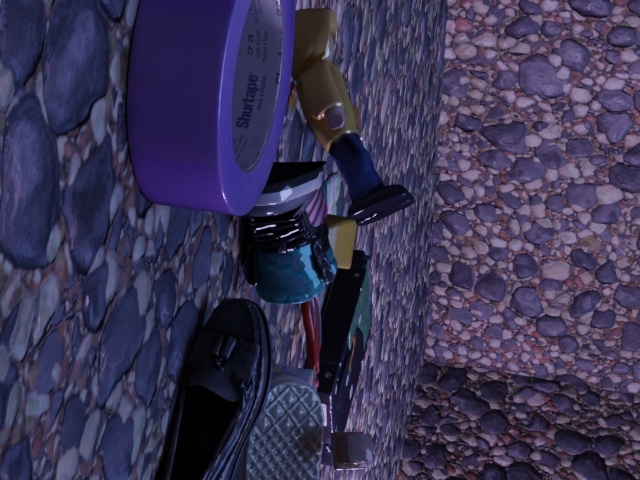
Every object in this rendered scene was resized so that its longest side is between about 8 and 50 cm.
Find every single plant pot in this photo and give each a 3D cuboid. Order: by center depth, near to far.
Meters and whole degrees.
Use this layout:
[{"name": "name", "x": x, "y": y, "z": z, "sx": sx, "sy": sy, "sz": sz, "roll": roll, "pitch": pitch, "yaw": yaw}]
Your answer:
[{"name": "plant pot", "x": 0.000, "y": 0.000, "z": 1.998, "sx": 0.083, "sy": 0.081, "sz": 0.081, "roll": -3, "pitch": 102, "yaw": -67}]

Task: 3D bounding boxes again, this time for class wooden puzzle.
[{"name": "wooden puzzle", "x": -0.041, "y": -0.194, "z": 1.793, "sx": 0.083, "sy": 0.006, "sz": 0.049, "roll": 17, "pitch": 82, "yaw": -80}]

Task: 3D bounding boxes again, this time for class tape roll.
[{"name": "tape roll", "x": -0.100, "y": -0.164, "z": 1.259, "sx": 0.275, "sy": 0.090, "sz": 0.275, "roll": 10, "pitch": 90, "yaw": -80}]

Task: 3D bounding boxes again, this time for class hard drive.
[{"name": "hard drive", "x": 0.033, "y": 0.214, "z": 2.393, "sx": 0.237, "sy": 0.064, "sz": 0.339, "roll": 87, "pitch": 16, "yaw": -49}]

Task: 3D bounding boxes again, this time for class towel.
[{"name": "towel", "x": 0.013, "y": -0.048, "z": 2.170, "sx": 0.152, "sy": 0.023, "sz": 0.113, "roll": -51, "pitch": 149, "yaw": -71}]

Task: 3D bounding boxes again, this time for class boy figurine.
[{"name": "boy figurine", "x": 0.025, "y": -0.160, "z": 1.634, "sx": 0.177, "sy": 0.092, "sz": 0.285, "roll": 36, "pitch": 32, "yaw": -74}]

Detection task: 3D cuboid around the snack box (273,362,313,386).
[{"name": "snack box", "x": -0.063, "y": 0.317, "z": 1.929, "sx": 0.174, "sy": 0.070, "sz": 0.207, "roll": -64, "pitch": 162, "yaw": -62}]

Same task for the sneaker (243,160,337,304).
[{"name": "sneaker", "x": -0.049, "y": -0.005, "z": 1.615, "sx": 0.295, "sy": 0.123, "sz": 0.179, "roll": -33, "pitch": 122, "yaw": -78}]

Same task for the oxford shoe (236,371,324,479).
[{"name": "oxford shoe", "x": -0.098, "y": 0.380, "z": 1.627, "sx": 0.130, "sy": 0.169, "sz": 0.450, "roll": 11, "pitch": -89, "yaw": 56}]

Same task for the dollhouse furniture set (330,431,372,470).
[{"name": "dollhouse furniture set", "x": -0.093, "y": 0.414, "z": 1.534, "sx": 0.174, "sy": 0.303, "sz": 0.356, "roll": -30, "pitch": -120, "yaw": 57}]

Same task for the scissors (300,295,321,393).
[{"name": "scissors", "x": -0.008, "y": 0.217, "z": 2.095, "sx": 0.109, "sy": 0.021, "sz": 0.297, "roll": 63, "pitch": 21, "yaw": -71}]

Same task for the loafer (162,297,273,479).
[{"name": "loafer", "x": -0.119, "y": 0.191, "z": 1.462, "sx": 0.084, "sy": 0.096, "sz": 0.268, "roll": 45, "pitch": 57, "yaw": -70}]
